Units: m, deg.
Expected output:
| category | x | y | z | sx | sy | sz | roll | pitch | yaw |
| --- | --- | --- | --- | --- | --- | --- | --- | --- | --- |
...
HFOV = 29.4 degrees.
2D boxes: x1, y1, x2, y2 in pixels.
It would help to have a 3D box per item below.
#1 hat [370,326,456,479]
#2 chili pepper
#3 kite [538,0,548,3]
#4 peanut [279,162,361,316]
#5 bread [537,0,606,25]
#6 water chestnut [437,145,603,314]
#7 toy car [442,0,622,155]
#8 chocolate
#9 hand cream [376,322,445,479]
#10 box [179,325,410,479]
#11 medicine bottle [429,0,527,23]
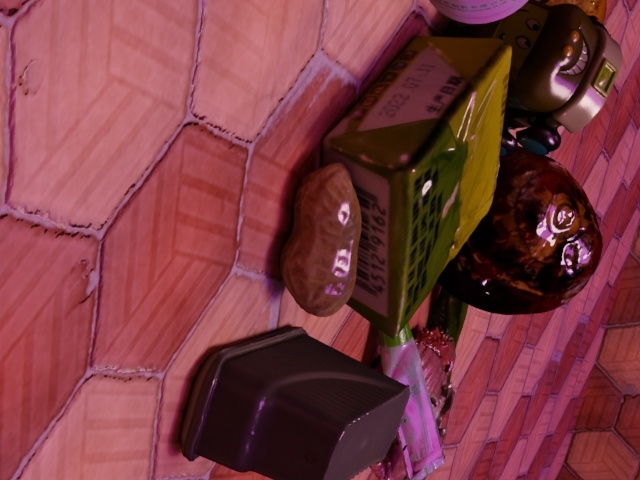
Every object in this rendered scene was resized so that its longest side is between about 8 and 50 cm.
| category | x | y | z | sx | sy | sz | roll | pitch | yaw |
| --- | --- | --- | --- | --- | --- | --- | --- | --- | --- |
| hat | 0.151 | 0.255 | 1.987 | 0.286 | 0.107 | 0.237 | -54 | 139 | -38 |
| chili pepper | 0.219 | 0.181 | 2.140 | 0.085 | 0.076 | 0.359 | -103 | -165 | -49 |
| kite | 0.366 | -0.439 | 1.844 | 0.285 | 0.152 | 0.015 | -42 | -173 | -38 |
| peanut | 0.000 | 0.000 | 1.427 | 0.083 | 0.093 | 0.194 | -121 | -150 | -60 |
| bread | 0.383 | -0.335 | 1.930 | 0.261 | 0.147 | 0.160 | -58 | 159 | -23 |
| water chestnut | 0.291 | -0.017 | 1.881 | 0.244 | 0.289 | 0.289 | -87 | -178 | -54 |
| toy car | 0.259 | -0.246 | 1.649 | 0.198 | 0.247 | 0.204 | 36 | 73 | -28 |
| chocolate | 0.119 | -0.080 | 1.561 | 0.289 | 0.137 | 0.301 | -50 | 154 | -38 |
| hand cream | 0.140 | 0.243 | 1.884 | 0.079 | 0.050 | 0.275 | -17 | 109 | -11 |
| box | -0.022 | 0.200 | 1.436 | 0.274 | 0.178 | 0.138 | -15 | 124 | -65 |
| medicine bottle | 0.164 | -0.367 | 1.365 | 0.152 | 0.152 | 0.254 | -64 | 158 | -9 |
